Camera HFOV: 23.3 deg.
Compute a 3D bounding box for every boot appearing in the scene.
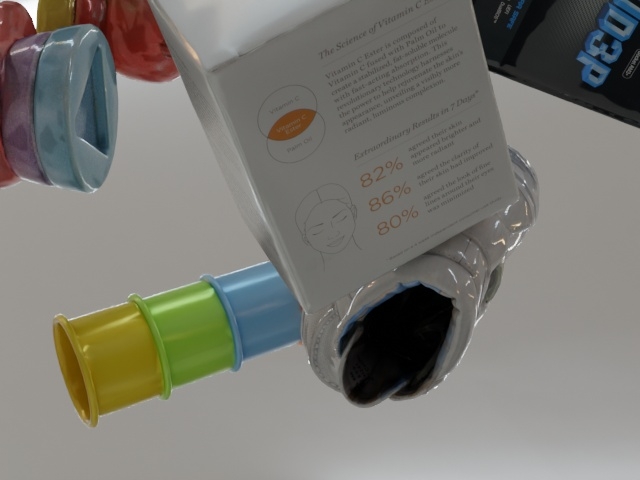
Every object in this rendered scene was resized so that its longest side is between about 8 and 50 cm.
[{"bbox_3d":[0.033,0.049,0.915,0.095,0.123,0.258,32,-39,0],"label":"boot"}]

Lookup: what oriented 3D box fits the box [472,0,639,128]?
[{"bbox_3d":[0.184,-0.168,0.902,0.175,0.051,0.220,21,-39,-3],"label":"box"}]

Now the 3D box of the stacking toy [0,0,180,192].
[{"bbox_3d":[-0.190,-0.199,1.244,0.130,0.309,0.280,1,-58,10],"label":"stacking toy"}]

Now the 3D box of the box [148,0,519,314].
[{"bbox_3d":[0.009,-0.072,0.767,0.130,0.091,0.170,-28,-45,-8],"label":"box"}]

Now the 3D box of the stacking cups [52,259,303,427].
[{"bbox_3d":[-0.057,0.063,1.281,0.316,0.096,0.096,-16,-24,-22],"label":"stacking cups"}]
